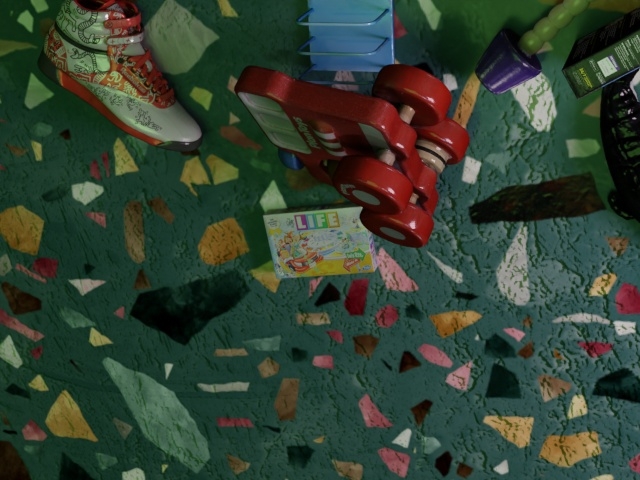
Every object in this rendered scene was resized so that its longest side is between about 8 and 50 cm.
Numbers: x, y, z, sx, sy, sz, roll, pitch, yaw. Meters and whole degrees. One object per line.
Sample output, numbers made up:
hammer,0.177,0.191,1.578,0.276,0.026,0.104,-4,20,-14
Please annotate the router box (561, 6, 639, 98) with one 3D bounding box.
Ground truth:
router box,0.371,-0.240,1.472,0.133,0.179,0.046,-27,100,25

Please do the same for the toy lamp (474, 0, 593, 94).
toy lamp,0.310,-0.291,1.527,0.080,0.080,0.275,44,116,-5

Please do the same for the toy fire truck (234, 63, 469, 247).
toy fire truck,0.042,-0.125,1.591,0.254,0.302,0.169,18,76,23

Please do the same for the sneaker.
sneaker,-0.268,-0.246,1.711,0.270,0.090,0.145,32,120,5

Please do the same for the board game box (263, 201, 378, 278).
board game box,0.000,0.000,1.769,0.154,0.026,0.103,-5,110,19

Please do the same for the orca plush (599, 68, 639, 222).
orca plush,0.436,-0.096,1.556,0.151,0.102,0.287,-9,109,20

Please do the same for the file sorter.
file sorter,0.028,-0.297,1.593,0.118,0.104,0.170,4,113,16
